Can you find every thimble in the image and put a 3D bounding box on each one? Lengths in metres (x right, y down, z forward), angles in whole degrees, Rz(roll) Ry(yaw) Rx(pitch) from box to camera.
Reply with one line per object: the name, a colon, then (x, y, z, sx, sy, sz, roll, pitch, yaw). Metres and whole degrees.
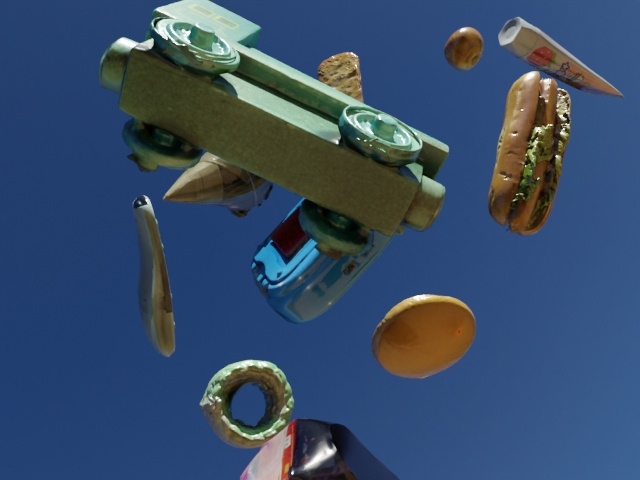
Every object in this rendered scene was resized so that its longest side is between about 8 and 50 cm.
thimble: (-0.183, 0.404, 1.585, 0.218, 0.219, 0.150, -13, -13, -24)

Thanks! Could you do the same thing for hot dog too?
hot dog: (0.386, -0.154, 1.157, 0.135, 0.100, 0.338, 29, -114, -25)

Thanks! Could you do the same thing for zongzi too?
zongzi: (-0.241, -0.112, 1.451, 0.317, 0.154, 0.289, -33, -12, -29)

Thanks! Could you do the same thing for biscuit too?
biscuit: (0.047, -0.355, 1.540, 0.118, 0.247, 0.029, -15, -33, 21)

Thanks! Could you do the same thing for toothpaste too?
toothpaste: (0.318, -0.232, 0.852, 0.194, 0.067, 0.043, 21, -83, -27)

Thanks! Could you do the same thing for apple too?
apple: (0.293, -0.387, 1.304, 0.084, 0.071, 0.084, -37, -17, -13)

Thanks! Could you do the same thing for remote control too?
remote control: (-0.250, 0.058, 0.952, 0.045, 0.097, 0.256, -12, -69, -27)

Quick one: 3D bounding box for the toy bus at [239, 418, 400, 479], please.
toy bus: (0.048, 0.320, 0.658, 0.147, 0.127, 0.303, -41, -76, 11)

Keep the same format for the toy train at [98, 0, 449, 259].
toy train: (-0.030, -0.105, 0.562, 0.298, 0.194, 0.120, 26, -61, -2)

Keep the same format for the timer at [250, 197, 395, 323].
timer: (0.000, 0.000, 1.247, 0.115, 0.340, 0.309, 43, -91, -20)

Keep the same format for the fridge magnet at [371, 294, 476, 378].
fridge magnet: (0.136, 0.126, 0.852, 0.142, 0.063, 0.143, -5, -53, -7)
